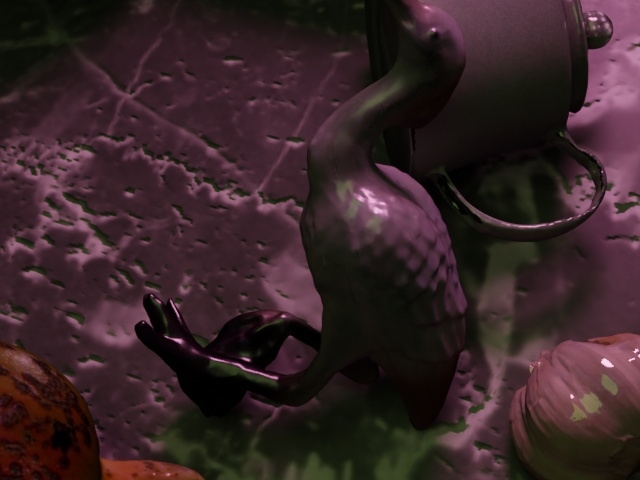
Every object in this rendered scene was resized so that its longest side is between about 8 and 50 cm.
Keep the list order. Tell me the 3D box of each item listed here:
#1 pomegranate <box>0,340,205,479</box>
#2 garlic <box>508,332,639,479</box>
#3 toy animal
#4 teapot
[{"bbox_3d":[-0.196,0.165,0.921,0.246,0.198,0.198,39,77,-16],"label":"pomegranate"},{"bbox_3d":[0.162,0.099,0.929,0.113,0.074,0.094,-44,77,9],"label":"garlic"},{"bbox_3d":[0.026,-0.002,0.913,0.195,0.090,0.324,23,116,-13],"label":"toy animal"},{"bbox_3d":[0.114,-0.114,0.990,0.149,0.162,0.239,-9,73,-6],"label":"teapot"}]
